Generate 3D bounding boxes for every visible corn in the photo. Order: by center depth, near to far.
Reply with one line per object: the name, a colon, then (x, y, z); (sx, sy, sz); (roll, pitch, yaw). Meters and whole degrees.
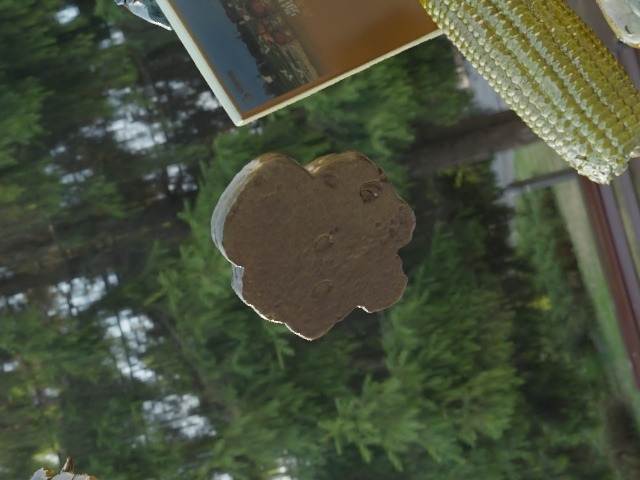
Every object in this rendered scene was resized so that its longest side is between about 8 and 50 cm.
corn: (0.239, -0.215, 1.174); (0.344, 0.131, 0.131); (50, -178, 13)

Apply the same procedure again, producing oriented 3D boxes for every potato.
potato: (0.533, -0.403, 1.742); (0.176, 0.137, 0.137); (60, -171, -4)

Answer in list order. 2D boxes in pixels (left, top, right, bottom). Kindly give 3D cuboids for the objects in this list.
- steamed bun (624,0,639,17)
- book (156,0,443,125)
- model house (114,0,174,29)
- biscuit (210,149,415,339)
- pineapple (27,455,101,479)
steamed bun: (0.421, -0.385, 1.203); (0.268, 0.280, 0.207); (48, 143, 37)
book: (-0.019, -0.313, 1.247); (0.262, 0.374, 0.028); (59, 149, 3)
model house: (-0.142, -0.360, 1.404); (0.291, 0.184, 0.253); (26, -165, -38)
biscuit: (0.000, 0.000, 1.151); (0.290, 0.208, 0.041); (35, -173, -43)
pineapple: (-0.152, 0.238, 0.695); (0.161, 0.334, 0.158); (33, -108, -36)
